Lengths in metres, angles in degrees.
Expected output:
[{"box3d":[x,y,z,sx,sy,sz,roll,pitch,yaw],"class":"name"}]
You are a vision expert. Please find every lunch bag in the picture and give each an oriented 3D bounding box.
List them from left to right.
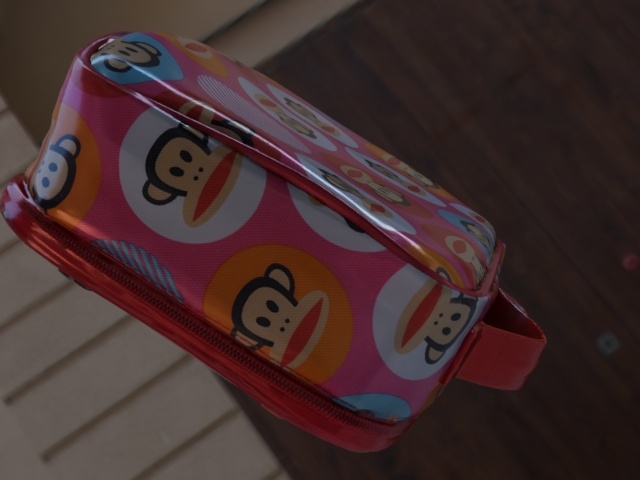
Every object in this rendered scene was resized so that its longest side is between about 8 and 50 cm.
[{"box3d":[0.000,0.000,0.665,0.120,0.258,0.293,-60,-8,10],"class":"lunch bag"}]
